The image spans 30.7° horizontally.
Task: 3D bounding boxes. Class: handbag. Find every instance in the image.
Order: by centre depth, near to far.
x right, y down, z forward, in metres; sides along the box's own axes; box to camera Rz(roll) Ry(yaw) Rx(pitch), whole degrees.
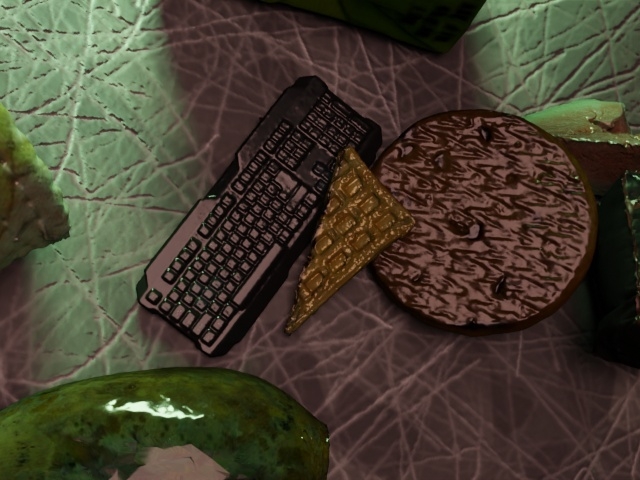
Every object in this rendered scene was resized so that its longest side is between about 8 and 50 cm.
[{"bbox_3d":[0.346,0.035,1.034,0.215,0.155,0.169,11,64,-10],"label":"handbag"}]

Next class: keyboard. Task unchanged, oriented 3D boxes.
[{"bbox_3d":[-0.051,-0.026,1.022,0.106,0.016,0.262,38,74,-4],"label":"keyboard"}]

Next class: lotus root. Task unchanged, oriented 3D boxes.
[{"bbox_3d":[-0.126,0.176,0.897,0.275,0.152,0.160,-2,71,-15],"label":"lotus root"}]

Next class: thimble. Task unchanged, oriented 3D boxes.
[{"bbox_3d":[-0.300,-0.044,0.908,0.143,0.137,0.190,-40,105,-19],"label":"thimble"}]

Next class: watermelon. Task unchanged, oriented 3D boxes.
[{"bbox_3d":[0.245,-0.096,1.083,0.155,0.080,0.101,-1,65,8],"label":"watermelon"}]

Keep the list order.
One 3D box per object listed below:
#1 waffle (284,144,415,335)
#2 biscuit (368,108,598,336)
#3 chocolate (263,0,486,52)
[{"bbox_3d":[0.000,0.000,1.016,0.153,0.023,0.097,-43,76,2],"label":"waffle"},{"bbox_3d":[0.140,-0.018,1.033,0.212,0.036,0.212,0,82,3],"label":"biscuit"},{"bbox_3d":[0.031,-0.314,0.957,0.289,0.301,0.137,13,63,-11],"label":"chocolate"}]
